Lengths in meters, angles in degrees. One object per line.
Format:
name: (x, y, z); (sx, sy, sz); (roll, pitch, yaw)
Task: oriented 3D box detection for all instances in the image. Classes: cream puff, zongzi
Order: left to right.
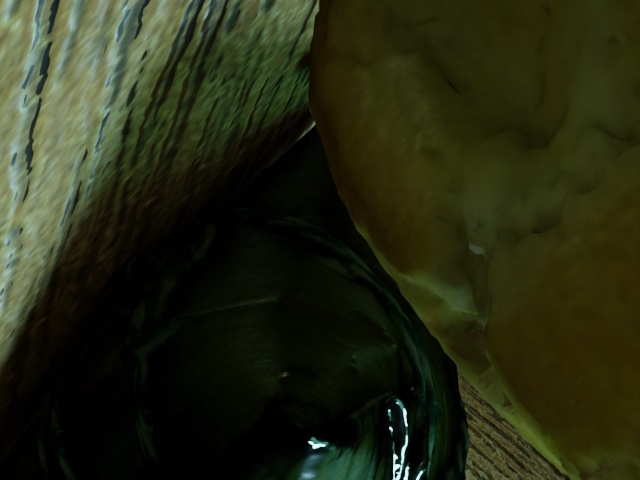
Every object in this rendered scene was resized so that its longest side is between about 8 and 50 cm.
zongzi: (0.004, 0.171, 0.887); (0.383, 0.362, 0.319); (-54, -171, 31)
cream puff: (0.157, -0.047, 0.623); (0.231, 0.327, 0.343); (-38, -166, 21)
